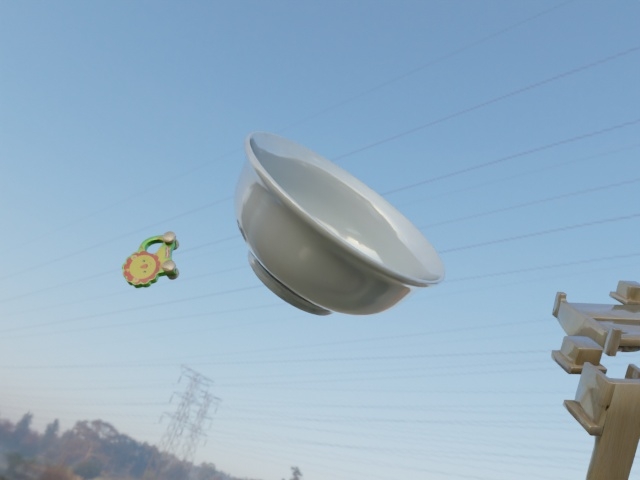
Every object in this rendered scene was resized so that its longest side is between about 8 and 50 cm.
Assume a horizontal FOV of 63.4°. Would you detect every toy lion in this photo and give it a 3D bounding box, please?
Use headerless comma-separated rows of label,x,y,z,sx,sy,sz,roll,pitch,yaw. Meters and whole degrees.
toy lion,-0.303,0.037,0.923,0.096,0.100,0.034,-7,-33,-4

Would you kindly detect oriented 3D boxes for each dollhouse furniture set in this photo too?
dollhouse furniture set,0.411,0.189,0.734,0.303,0.355,0.174,4,-75,-7

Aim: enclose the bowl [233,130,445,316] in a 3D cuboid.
bowl,0.000,0.000,0.661,0.298,0.298,0.134,30,-70,-19
